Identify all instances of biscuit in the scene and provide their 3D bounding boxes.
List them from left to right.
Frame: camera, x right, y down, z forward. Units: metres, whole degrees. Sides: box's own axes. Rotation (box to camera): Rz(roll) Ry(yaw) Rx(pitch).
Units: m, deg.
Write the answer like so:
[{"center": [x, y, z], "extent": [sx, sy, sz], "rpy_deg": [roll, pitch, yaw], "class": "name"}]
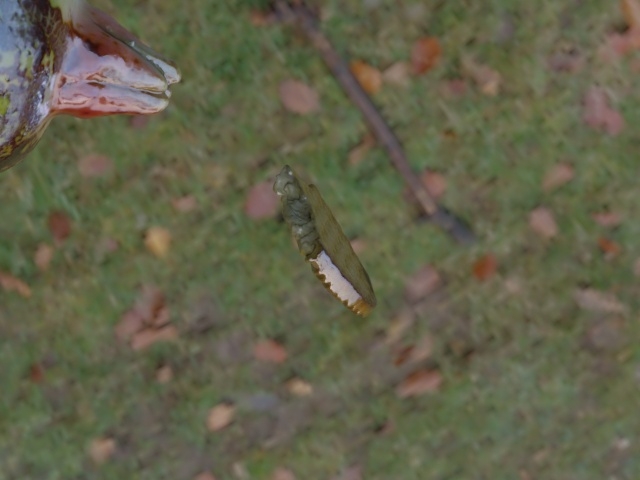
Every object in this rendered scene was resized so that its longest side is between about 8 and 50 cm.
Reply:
[{"center": [-0.001, 0.001, 1.886], "extent": [0.031, 0.176, 0.228], "rpy_deg": [-35, 171, 7], "class": "biscuit"}]

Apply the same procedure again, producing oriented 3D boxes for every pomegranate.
[{"center": [-0.221, -0.135, 1.337], "extent": [0.248, 0.214, 0.214], "rpy_deg": [16, 125, -8], "class": "pomegranate"}]
